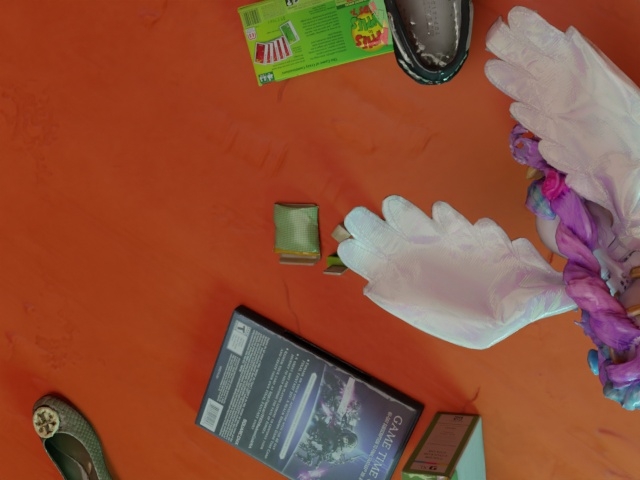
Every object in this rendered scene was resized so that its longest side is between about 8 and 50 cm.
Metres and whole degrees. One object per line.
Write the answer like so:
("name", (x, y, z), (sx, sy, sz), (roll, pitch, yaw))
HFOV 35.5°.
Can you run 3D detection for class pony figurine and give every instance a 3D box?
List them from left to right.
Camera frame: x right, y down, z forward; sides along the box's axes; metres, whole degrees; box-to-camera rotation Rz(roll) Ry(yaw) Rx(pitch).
("pony figurine", (0.245, -0.012, 0.913), (0.351, 0.363, 0.303), (39, 119, 8))

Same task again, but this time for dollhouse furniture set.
("dollhouse furniture set", (0.000, 0.000, 1.201), (0.151, 0.058, 0.076), (3, 108, 23))

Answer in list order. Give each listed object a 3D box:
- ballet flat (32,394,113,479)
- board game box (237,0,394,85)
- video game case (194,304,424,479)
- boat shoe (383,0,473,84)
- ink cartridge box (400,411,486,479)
("ballet flat", (-0.354, 0.343, 1.477), (0.084, 0.058, 0.250), (-26, 96, 28))
("board game box", (0.004, -0.241, 1.125), (0.181, 0.043, 0.092), (-10, 103, 27))
("video game case", (-0.022, 0.229, 1.310), (0.274, 0.026, 0.196), (27, 116, 13))
("boat shoe", (0.101, -0.310, 1.008), (0.114, 0.091, 0.303), (-15, 98, 4))
("ink cartridge box", (0.138, 0.293, 1.153), (0.062, 0.209, 0.109), (0, 107, 22))
